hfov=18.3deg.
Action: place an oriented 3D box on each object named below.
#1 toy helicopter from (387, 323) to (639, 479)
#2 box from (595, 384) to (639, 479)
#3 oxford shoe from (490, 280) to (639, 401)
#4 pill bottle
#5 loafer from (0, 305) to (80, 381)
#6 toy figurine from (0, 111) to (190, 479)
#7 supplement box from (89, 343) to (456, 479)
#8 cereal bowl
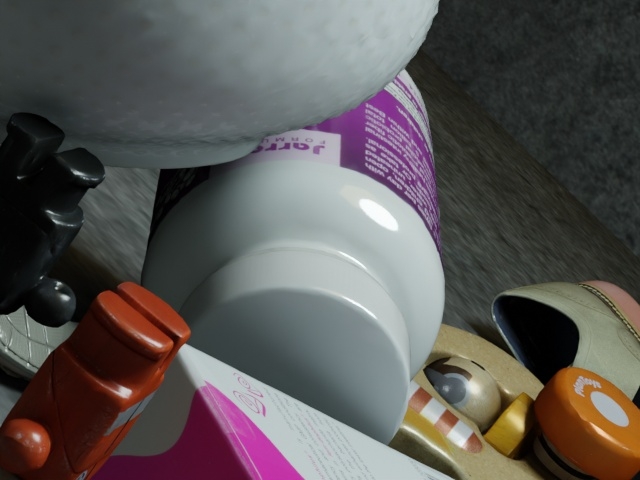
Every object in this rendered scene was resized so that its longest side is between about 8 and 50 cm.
[{"bbox_3d":[0.035,0.096,1.285,0.355,0.140,0.235,8,38,-47],"label":"toy helicopter"},{"bbox_3d":[0.437,0.255,1.504,0.395,0.212,0.293,22,15,-13],"label":"box"},{"bbox_3d":[0.295,0.174,1.877,0.146,0.140,0.397,6,26,-35],"label":"oxford shoe"},{"bbox_3d":[-0.015,0.003,1.136,0.169,0.169,0.301,36,23,-18],"label":"pill bottle"},{"bbox_3d":[-0.149,0.060,1.067,0.125,0.039,0.045,19,57,-54],"label":"loafer"},{"bbox_3d":[-0.183,0.027,0.823,0.209,0.148,0.213,23,21,-37],"label":"toy figurine"},{"bbox_3d":[-0.008,0.154,0.950,0.220,0.114,0.111,32,15,-39],"label":"supplement box"},{"bbox_3d":[-0.104,-0.126,1.033,0.339,0.141,0.339,7,17,-2],"label":"cereal bowl"}]
